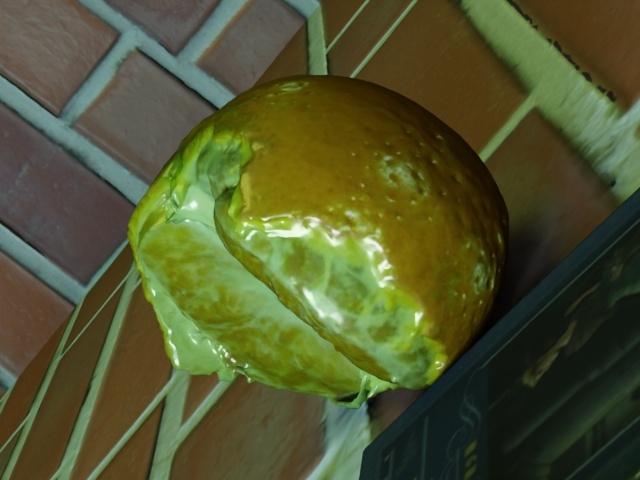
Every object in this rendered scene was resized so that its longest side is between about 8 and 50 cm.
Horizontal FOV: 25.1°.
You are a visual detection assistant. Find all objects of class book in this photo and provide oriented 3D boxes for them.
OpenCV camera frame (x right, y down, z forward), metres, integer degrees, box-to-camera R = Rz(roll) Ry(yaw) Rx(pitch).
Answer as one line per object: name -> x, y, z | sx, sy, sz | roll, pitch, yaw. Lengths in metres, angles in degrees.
book -> 0.101, 0.062, 0.569 | 0.269, 0.025, 0.191 | -47, 13, 25

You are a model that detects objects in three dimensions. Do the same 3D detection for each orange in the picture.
orange -> 0.002, -0.004, 0.770 | 0.158, 0.179, 0.237 | -59, 11, -22
